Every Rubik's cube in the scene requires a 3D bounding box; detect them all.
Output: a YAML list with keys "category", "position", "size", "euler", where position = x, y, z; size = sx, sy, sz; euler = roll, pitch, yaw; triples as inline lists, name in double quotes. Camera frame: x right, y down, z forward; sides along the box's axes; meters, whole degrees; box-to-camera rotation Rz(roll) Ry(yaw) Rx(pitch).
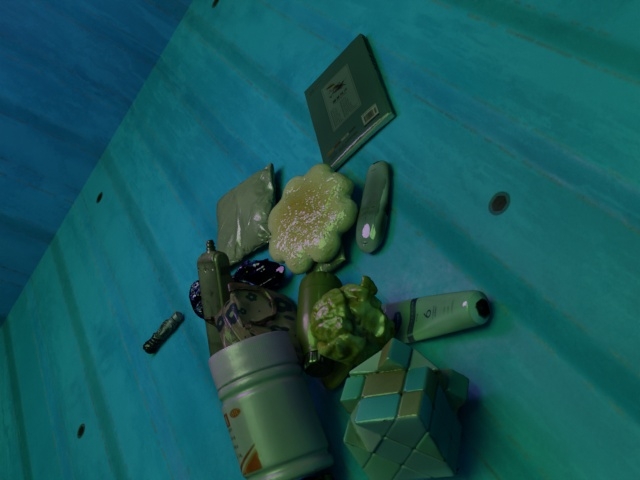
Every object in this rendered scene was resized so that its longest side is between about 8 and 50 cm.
- category: "Rubik's cube"
  position: [0.171, 0.328, 1.439]
  size: [0.224, 0.265, 0.213]
  euler: [-13, 32, 26]

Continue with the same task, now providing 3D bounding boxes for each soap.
- category: "soap"
  position: [0.054, 0.275, 1.757]
  size: [0.168, 0.033, 0.089]
  euler: [-53, 38, 16]

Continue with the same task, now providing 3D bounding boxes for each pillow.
- category: "pillow"
  position: [-0.234, -0.069, 2.285]
  size: [0.281, 0.076, 0.274]
  euler: [-30, 50, 39]
- category: "pillow"
  position: [0.000, 0.000, 1.978]
  size: [0.148, 0.050, 0.229]
  euler: [-42, 44, 34]

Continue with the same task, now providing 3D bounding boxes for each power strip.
- category: "power strip"
  position: [-0.277, 0.189, 2.066]
  size: [0.092, 0.066, 0.387]
  euler: [-5, 95, 40]

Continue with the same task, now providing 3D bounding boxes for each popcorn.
- category: "popcorn"
  position: [0.071, 0.181, 1.637]
  size: [0.167, 0.188, 0.185]
  euler: [135, 119, -66]

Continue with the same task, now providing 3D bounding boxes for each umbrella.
- category: "umbrella"
  position: [-0.514, 0.296, 2.439]
  size: [0.188, 0.046, 0.050]
  euler: [-48, 35, 22]

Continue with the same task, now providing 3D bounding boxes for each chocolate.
- category: "chocolate"
  position: [-0.226, 0.119, 2.137]
  size: [0.343, 0.126, 0.148]
  euler: [-25, 11, 37]

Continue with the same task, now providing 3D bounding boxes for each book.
- category: "book"
  position: [0.072, -0.394, 2.137]
  size: [0.264, 0.031, 0.379]
  euler: [-40, 42, 29]

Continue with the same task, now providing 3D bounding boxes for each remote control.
- category: "remote control"
  position: [0.130, -0.088, 1.872]
  size: [0.097, 0.045, 0.256]
  euler: [-21, 52, 43]

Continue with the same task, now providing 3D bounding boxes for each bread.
- category: "bread"
  position: [-0.032, -0.061, 1.971]
  size: [0.316, 0.054, 0.316]
  euler: [-23, 53, 34]

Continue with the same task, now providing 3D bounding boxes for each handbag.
- category: "handbag"
  position: [-0.165, 0.233, 1.920]
  size: [0.190, 0.193, 0.251]
  euler: [-57, 36, 17]

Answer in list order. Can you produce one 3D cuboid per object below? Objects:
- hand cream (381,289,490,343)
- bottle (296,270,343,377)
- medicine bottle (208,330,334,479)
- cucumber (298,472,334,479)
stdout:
- category: "hand cream"
  position: [0.231, 0.166, 1.604]
  size: [0.321, 0.067, 0.109]
  euler: [-21, 54, 52]
- category: "bottle"
  position: [-0.001, 0.200, 1.776]
  size: [0.112, 0.112, 0.260]
  euler: [-36, 36, 33]
- category: "medicine bottle"
  position: [-0.113, 0.383, 1.675]
  size: [0.202, 0.202, 0.315]
  euler: [-33, 69, 36]
- category: "cucumber"
  position: [-0.028, 0.562, 1.643]
  size: [0.193, 0.115, 0.085]
  euler: [-28, 19, 36]
